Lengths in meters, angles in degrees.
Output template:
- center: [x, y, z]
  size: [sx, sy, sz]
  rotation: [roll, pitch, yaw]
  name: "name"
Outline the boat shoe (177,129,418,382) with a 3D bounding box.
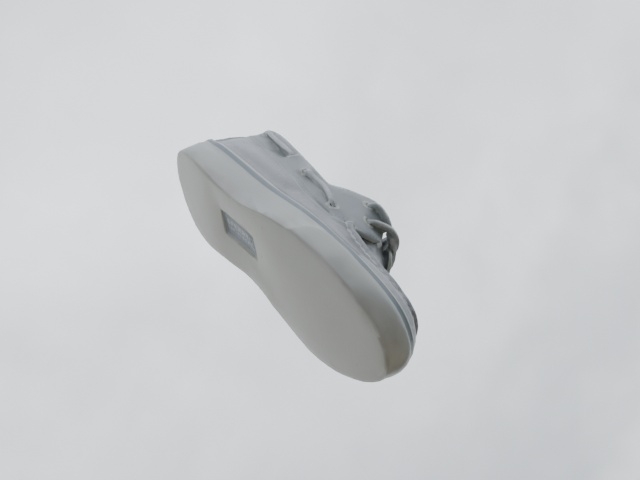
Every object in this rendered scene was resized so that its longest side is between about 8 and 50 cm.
- center: [0.000, 0.000, 0.772]
  size: [0.063, 0.184, 0.066]
  rotation: [-23, -60, -21]
  name: "boat shoe"
